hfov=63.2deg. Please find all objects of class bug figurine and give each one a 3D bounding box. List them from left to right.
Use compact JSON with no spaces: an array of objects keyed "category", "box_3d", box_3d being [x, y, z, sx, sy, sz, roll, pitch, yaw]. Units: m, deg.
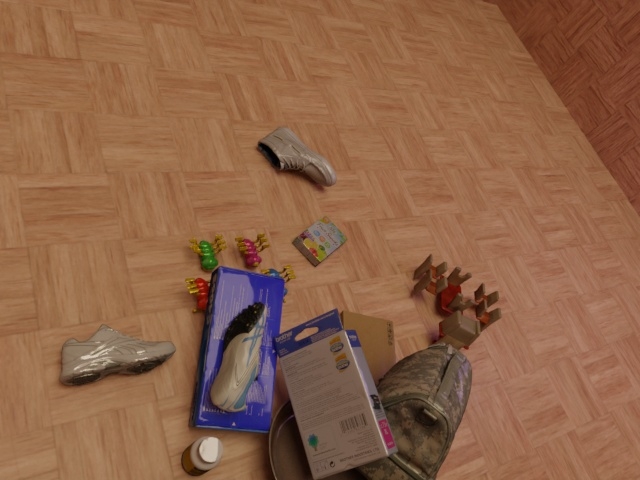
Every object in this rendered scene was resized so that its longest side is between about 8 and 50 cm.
[{"category":"bug figurine","box_3d":[-0.214,0.080,1.320,0.279,0.072,0.216,-5,56,-28]}]

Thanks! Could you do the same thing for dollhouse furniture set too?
[{"category":"dollhouse furniture set","box_3d":[0.401,0.208,1.584,0.262,0.135,0.259,29,38,-11]}]

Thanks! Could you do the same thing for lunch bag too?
[{"category":"lunch bag","box_3d":[0.221,0.388,1.186,0.213,0.256,0.305,41,25,11]}]

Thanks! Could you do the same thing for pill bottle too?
[{"category":"pill bottle","box_3d":[-0.235,0.429,1.042,0.065,0.116,0.065,15,53,-21]}]

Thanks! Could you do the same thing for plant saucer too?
[{"category":"plant saucer","box_3d":[0.011,0.489,1.157,0.311,0.050,0.310,26,37,-22]}]

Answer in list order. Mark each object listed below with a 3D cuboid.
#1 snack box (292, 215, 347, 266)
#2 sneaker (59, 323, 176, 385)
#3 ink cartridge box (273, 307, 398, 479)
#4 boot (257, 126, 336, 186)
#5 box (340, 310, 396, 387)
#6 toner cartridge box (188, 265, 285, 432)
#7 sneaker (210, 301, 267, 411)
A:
[{"category":"snack box","box_3d":[0.000,0.000,1.521,0.100,0.037,0.141,48,48,5]},{"category":"sneaker","box_3d":[-0.423,0.224,1.092,0.232,0.090,0.115,-3,58,-33]},{"category":"ink cartridge box","box_3d":[0.023,0.319,1.102,0.065,0.186,0.310,12,53,-58]},{"category":"boot","box_3d":[-0.078,-0.238,1.611,0.258,0.095,0.123,42,54,12]},{"category":"box","box_3d":[0.131,0.297,1.409,0.165,0.021,0.201,15,54,-21]},{"category":"toner cartridge box","box_3d":[-0.184,0.244,1.173,0.165,0.075,0.347,14,67,-22]},{"category":"sneaker","box_3d":[-0.161,0.243,1.102,0.086,0.085,0.237,42,53,-39]}]
